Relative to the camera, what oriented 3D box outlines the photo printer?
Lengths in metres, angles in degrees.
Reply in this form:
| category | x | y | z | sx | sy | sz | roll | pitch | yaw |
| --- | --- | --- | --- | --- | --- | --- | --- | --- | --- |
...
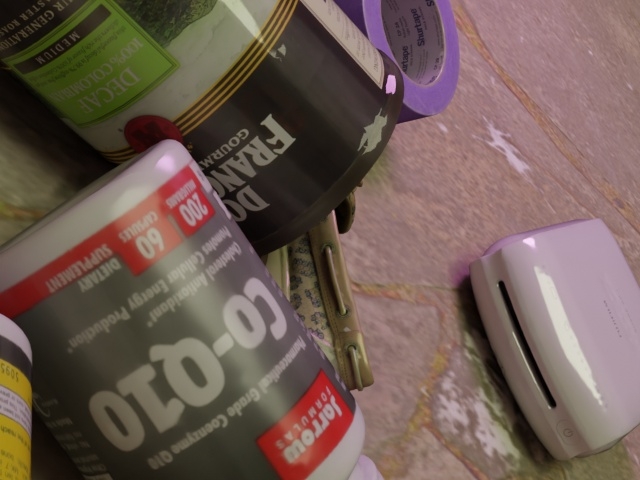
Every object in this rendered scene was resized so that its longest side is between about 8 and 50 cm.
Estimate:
| category | x | y | z | sx | sy | sz | roll | pitch | yaw |
| --- | --- | --- | --- | --- | --- | --- | --- | --- | --- |
| photo printer | 0.288 | 0.104 | 1.323 | 0.307 | 0.107 | 0.256 | -9 | 74 | -59 |

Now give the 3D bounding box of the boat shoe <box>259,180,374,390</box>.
| category | x | y | z | sx | sy | sz | roll | pitch | yaw |
| --- | --- | --- | --- | --- | --- | --- | --- | --- | --- |
| boat shoe | 0.000 | 0.000 | 0.942 | 0.104 | 0.089 | 0.285 | 72 | 17 | -57 |

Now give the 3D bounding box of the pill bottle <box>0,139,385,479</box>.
| category | x | y | z | sx | sy | sz | roll | pitch | yaw |
| --- | --- | --- | --- | --- | --- | --- | --- | --- | --- |
| pill bottle | -0.074 | 0.097 | 0.703 | 0.283 | 0.161 | 0.161 | 56 | 30 | -11 |

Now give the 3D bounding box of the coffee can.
| category | x | y | z | sx | sy | sz | roll | pitch | yaw |
| --- | --- | --- | --- | --- | --- | --- | --- | --- | --- |
| coffee can | -0.103 | -0.145 | 0.816 | 0.275 | 0.202 | 0.201 | 43 | 35 | -30 |

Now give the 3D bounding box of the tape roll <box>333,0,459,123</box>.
| category | x | y | z | sx | sy | sz | roll | pitch | yaw |
| --- | --- | --- | --- | --- | --- | --- | --- | --- | --- |
| tape roll | 0.065 | -0.214 | 1.212 | 0.189 | 0.080 | 0.189 | 16 | 70 | -52 |

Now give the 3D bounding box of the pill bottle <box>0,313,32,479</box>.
| category | x | y | z | sx | sy | sz | roll | pitch | yaw |
| --- | --- | --- | --- | --- | --- | --- | --- | --- | --- |
| pill bottle | -0.192 | 0.140 | 0.527 | 0.119 | 0.119 | 0.208 | 29 | 43 | -45 |
